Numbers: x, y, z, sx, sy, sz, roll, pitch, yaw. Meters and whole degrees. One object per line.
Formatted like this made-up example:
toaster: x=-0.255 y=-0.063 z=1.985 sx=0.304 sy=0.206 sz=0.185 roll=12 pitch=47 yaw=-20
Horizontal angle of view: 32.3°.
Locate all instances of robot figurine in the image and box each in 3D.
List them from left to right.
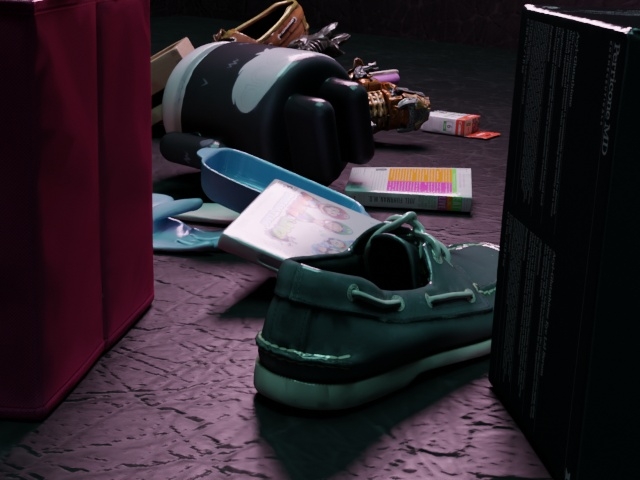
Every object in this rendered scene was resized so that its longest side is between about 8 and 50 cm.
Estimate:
robot figurine: x=-0.065 y=-0.145 z=1.324 sx=0.278 sy=0.173 sz=0.209 roll=16 pitch=-3 yaw=41

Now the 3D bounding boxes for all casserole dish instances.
casserole dish: x=-0.041 y=-0.042 z=1.116 sx=0.188 sy=0.037 sz=0.114 roll=24 pitch=17 yaw=4

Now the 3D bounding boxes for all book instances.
book: x=0.104 y=-0.060 z=1.297 sx=0.144 sy=0.035 sz=0.096 roll=4 pitch=19 yaw=6

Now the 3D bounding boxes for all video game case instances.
video game case: x=0.000 y=0.000 z=0.981 sx=0.143 sy=0.019 sz=0.157 roll=22 pitch=24 yaw=7

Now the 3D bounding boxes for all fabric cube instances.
fabric cube: x=-0.271 y=-0.052 z=0.779 sx=0.254 sy=0.258 sz=0.259 roll=3 pitch=15 yaw=8

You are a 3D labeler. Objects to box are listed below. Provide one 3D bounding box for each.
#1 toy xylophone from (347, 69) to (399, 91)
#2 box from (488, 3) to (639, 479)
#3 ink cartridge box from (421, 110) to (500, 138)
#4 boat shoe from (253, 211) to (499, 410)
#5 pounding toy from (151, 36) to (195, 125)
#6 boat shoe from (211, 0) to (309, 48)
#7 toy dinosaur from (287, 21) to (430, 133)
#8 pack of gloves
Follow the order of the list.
toy xylophone: x=-0.007 y=-0.281 z=1.983 sx=0.322 sy=0.081 sz=0.236 roll=10 pitch=17 yaw=24
box: x=0.179 y=-0.001 z=0.657 sx=0.103 sy=0.261 sz=0.184 roll=1 pitch=16 yaw=-5
ink cartridge box: x=0.226 y=-0.187 z=1.775 sx=0.115 sy=0.029 sz=0.063 roll=11 pitch=17 yaw=29
boat shoe: x=0.069 y=0.033 z=0.822 sx=0.116 sy=0.099 sz=0.319 roll=13 pitch=19 yaw=34
pounding toy: x=-0.261 y=-0.228 z=1.707 sx=0.181 sy=0.094 sz=0.206 roll=-28 pitch=15 yaw=9
boat shoe: x=-0.148 y=-0.305 z=1.832 sx=0.111 sy=0.104 sz=0.307 roll=25 pitch=49 yaw=38
toy dinosaur: x=-0.004 y=-0.219 z=1.660 sx=0.322 sy=0.164 sz=0.218 roll=17 pitch=28 yaw=-11
pack of gloves: x=-0.179 y=-0.037 z=1.139 sx=0.232 sy=0.046 sz=0.195 roll=5 pitch=16 yaw=6
